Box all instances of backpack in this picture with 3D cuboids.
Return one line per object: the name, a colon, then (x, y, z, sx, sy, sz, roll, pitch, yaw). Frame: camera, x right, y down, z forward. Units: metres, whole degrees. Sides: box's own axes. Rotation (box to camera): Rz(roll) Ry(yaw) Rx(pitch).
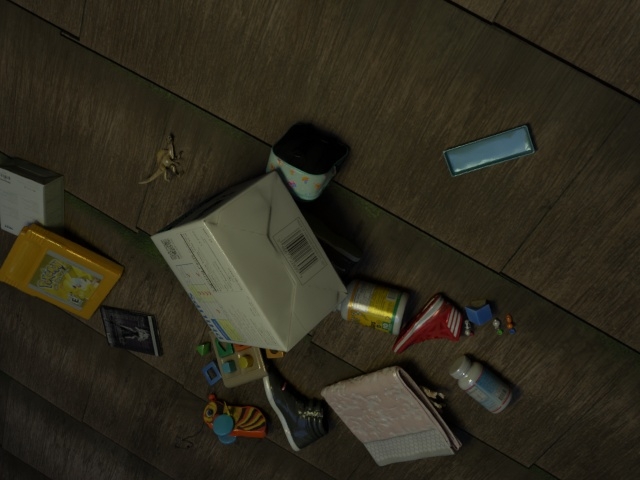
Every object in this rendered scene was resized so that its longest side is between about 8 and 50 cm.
backpack: (-0.044, -0.178, 1.391, 0.166, 0.188, 0.144, 30, 123, 4)

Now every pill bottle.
pill bottle: (0.124, 0.171, 1.547, 0.208, 0.117, 0.118, 15, 120, 13)
pill bottle: (0.429, 0.384, 1.555, 0.160, 0.087, 0.087, 40, 123, -1)

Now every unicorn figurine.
unicorn figurine: (0.301, 0.464, 1.663, 0.111, 0.060, 0.162, 14, 128, 25)

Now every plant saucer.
plant saucer: (0.381, -0.203, 1.313, 0.192, 0.018, 0.067, -16, 109, 27)

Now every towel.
towel: (0.197, 0.524, 1.698, 0.332, 0.053, 0.317, -30, 101, 43)

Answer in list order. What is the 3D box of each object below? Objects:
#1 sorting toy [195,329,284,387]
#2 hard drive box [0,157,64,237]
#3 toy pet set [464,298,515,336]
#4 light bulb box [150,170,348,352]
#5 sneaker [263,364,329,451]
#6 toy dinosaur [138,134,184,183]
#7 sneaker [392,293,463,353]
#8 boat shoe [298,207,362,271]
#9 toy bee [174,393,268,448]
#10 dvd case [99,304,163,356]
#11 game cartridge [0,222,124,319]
sorting toy: (-0.265, 0.353, 1.801, 0.347, 0.047, 0.196, -25, 81, 30)
hard drive box: (-0.914, -0.119, 1.824, 0.181, 0.089, 0.232, 22, 121, 10)
toy pet set: (0.424, 0.212, 1.480, 0.122, 0.065, 0.114, -11, 111, 25)
light bulb box: (-0.184, 0.059, 1.426, 0.361, 0.225, 0.358, -8, 116, 56)
sneaker: (-0.070, 0.505, 1.818, 0.147, 0.104, 0.296, -24, 94, 11)
toy dinosaur: (-0.434, -0.209, 1.622, 0.092, 0.053, 0.183, 44, 117, 14)
sneaker: (0.295, 0.255, 1.543, 0.128, 0.087, 0.221, 36, 124, 2)
boat shoe: (0.000, 0.000, 1.529, 0.227, 0.081, 0.069, 36, 119, -2)
toy bee: (-0.327, 0.587, 1.932, 0.298, 0.162, 0.195, 6, 140, -16)
dvd case: (-0.650, 0.310, 1.983, 0.221, 0.018, 0.165, 7, 117, 19)
game cartridge: (-0.845, 0.108, 1.870, 0.323, 0.053, 0.285, 29, 126, -23)
